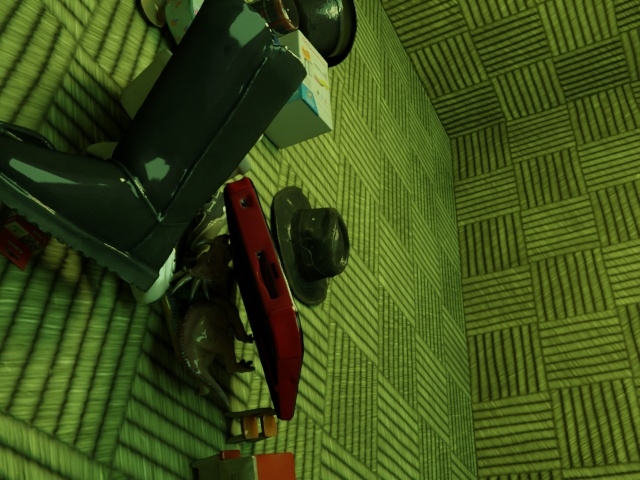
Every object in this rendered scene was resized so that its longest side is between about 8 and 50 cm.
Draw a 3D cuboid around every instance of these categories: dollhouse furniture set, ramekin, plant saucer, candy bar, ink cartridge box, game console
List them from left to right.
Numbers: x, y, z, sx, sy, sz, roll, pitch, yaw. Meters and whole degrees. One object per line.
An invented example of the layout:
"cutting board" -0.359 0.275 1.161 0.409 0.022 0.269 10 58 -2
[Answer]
"ink cartridge box" -0.429 -0.019 1.024 0.063 0.029 0.115 53 30 -38
"plant saucer" -0.363 -0.497 1.488 0.083 0.015 0.083 46 37 -49
"candy bar" -0.272 0.148 1.287 0.040 0.018 0.161 -10 84 -66
"ramekin" -0.255 -0.206 1.290 0.273 0.127 0.273 53 -4 5
"dollhouse furniture set" -0.112 0.446 1.308 0.259 0.135 0.262 25 53 -60
"game console" -0.108 0.108 1.317 0.342 0.060 0.386 92 -19 -54
"ink cartridge box" -0.083 -0.403 1.863 0.171 0.168 0.233 38 41 -53

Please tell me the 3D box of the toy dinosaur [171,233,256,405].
"toy dinosaur" -0.209 0.148 1.232 0.296 0.127 0.200 -89 160 -46

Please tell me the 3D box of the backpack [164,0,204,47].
"backpack" -0.256 -0.475 1.557 0.188 0.144 0.166 59 31 -27

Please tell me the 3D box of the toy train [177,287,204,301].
"toy train" -0.252 0.109 1.358 0.083 0.017 0.024 24 64 -61

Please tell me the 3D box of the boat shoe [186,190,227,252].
"boat shoe" -0.237 -0.043 1.459 0.065 0.075 0.206 29 36 3

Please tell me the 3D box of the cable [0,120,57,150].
"cable" -0.492 -0.153 0.975 0.139 0.072 0.287 59 10 7

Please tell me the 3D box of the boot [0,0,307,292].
"boot" -0.246 -0.187 1.011 0.445 0.146 0.367 -54 145 -7

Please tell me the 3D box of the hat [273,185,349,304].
"hat" 0.000 0.000 1.845 0.331 0.134 0.331 43 39 -49

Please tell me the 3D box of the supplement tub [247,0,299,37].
"supplement tub" -0.160 -0.546 1.742 0.106 0.198 0.106 47 35 -49

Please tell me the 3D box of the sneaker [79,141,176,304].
"sneaker" -0.337 -0.031 1.182 0.129 0.111 0.297 -6 77 -51

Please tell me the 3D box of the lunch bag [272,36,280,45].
"lunch bag" -0.160 -0.379 1.682 0.090 0.176 0.219 10 59 -21

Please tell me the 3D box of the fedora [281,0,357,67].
"fedora" -0.038 -0.683 2.099 0.152 0.334 0.334 -23 98 -36

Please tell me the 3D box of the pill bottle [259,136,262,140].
"pill bottle" -0.210 -0.230 1.482 0.087 0.160 0.087 44 38 -49
